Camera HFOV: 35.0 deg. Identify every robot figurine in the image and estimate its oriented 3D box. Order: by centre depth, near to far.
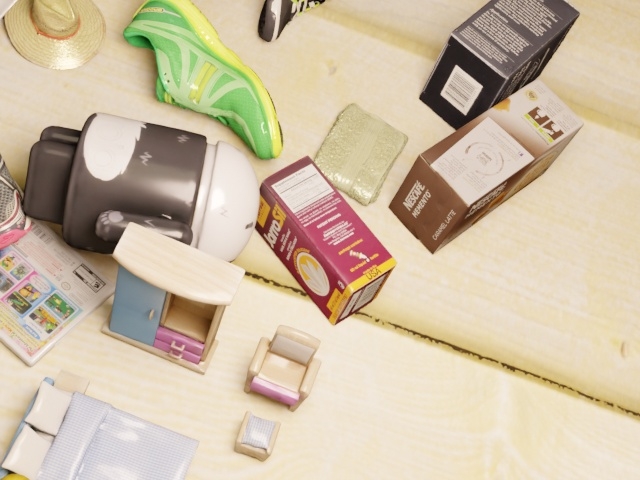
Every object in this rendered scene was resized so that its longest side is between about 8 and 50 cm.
[{"bbox_3d":[-0.214,-0.055,1.242,0.278,0.173,0.209,12,61,-9],"label":"robot figurine"}]

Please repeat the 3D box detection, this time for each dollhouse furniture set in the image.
[{"bbox_3d":[-0.168,0.190,1.094,0.286,0.198,0.303,23,58,-2],"label":"dollhouse furniture set"}]

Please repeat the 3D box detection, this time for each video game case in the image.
[{"bbox_3d":[-0.353,0.054,1.227,0.157,0.019,0.143,40,59,8],"label":"video game case"}]

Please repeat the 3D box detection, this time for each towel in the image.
[{"bbox_3d":[0.054,-0.125,1.440,0.110,0.027,0.148,28,57,3],"label":"towel"}]

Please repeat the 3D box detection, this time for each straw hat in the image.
[{"bbox_3d":[-0.365,-0.312,1.397,0.144,0.061,0.144,6,69,-15],"label":"straw hat"}]

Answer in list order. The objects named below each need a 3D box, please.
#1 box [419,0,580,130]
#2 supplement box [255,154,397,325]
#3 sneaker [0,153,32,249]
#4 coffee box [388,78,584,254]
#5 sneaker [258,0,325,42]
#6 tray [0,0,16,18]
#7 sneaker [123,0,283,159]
[{"bbox_3d":[0.266,-0.276,1.514,0.108,0.153,0.207,41,57,10],"label":"box"},{"bbox_3d":[0.000,0.000,1.306,0.081,0.104,0.188,-31,72,-28],"label":"supplement box"},{"bbox_3d":[-0.457,-0.109,1.234,0.121,0.112,0.299,-30,71,-27],"label":"sneaker"},{"bbox_3d":[0.229,-0.104,1.410,0.246,0.141,0.098,-33,74,-30],"label":"coffee box"},{"bbox_3d":[-0.023,-0.387,1.537,0.097,0.084,0.235,21,57,-5],"label":"sneaker"},{"bbox_3d":[-0.466,-0.364,1.377,0.145,0.030,0.270,40,82,2],"label":"tray"},{"bbox_3d":[-0.159,-0.211,1.402,0.123,0.109,0.295,-40,78,-7],"label":"sneaker"}]
